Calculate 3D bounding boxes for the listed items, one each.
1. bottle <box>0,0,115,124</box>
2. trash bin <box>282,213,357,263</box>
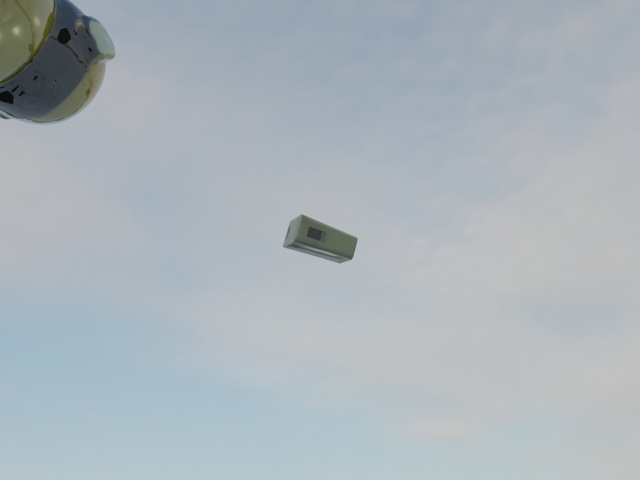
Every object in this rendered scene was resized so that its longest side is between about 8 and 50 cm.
[{"bbox_3d":[-0.348,-0.237,0.689,0.172,0.171,0.351,-15,-26,20],"label":"bottle"},{"bbox_3d":[0.000,0.000,1.063,0.092,0.042,0.061,19,-16,-17],"label":"trash bin"}]
